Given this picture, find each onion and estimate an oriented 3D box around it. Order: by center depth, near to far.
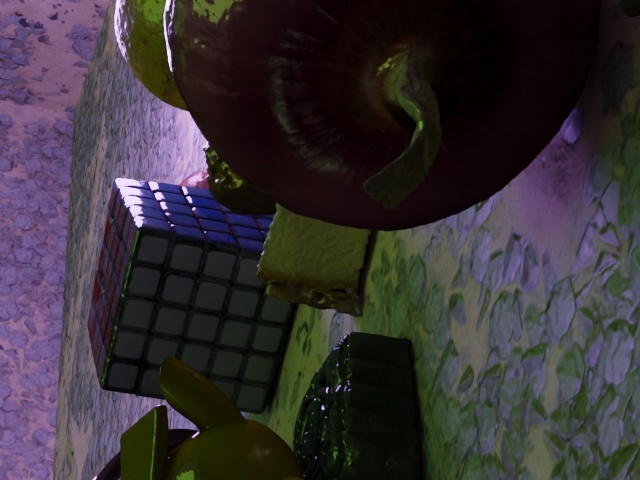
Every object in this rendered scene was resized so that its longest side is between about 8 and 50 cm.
[{"bbox_3d":[0.069,-0.170,1.279,0.345,0.358,0.358,37,120,42],"label":"onion"}]

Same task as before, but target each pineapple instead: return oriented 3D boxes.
[{"bbox_3d":[-0.072,-0.210,2.020,0.169,0.169,0.341,143,125,-67],"label":"pineapple"}]

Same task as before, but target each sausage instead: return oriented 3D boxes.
[{"bbox_3d":[-0.210,-0.063,2.619,0.194,0.077,0.077,146,131,-68],"label":"sausage"}]

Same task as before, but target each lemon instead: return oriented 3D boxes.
[{"bbox_3d":[-0.150,-0.312,2.210,0.293,0.293,0.293,-171,90,-74],"label":"lemon"}]

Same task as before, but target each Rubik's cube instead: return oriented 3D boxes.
[{"bbox_3d":[-0.173,0.070,2.141,0.237,0.236,0.238,-123,45,-64],"label":"Rubik's cube"}]

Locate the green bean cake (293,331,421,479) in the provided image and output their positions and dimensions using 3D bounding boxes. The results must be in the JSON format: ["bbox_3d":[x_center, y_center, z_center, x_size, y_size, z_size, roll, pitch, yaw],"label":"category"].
[{"bbox_3d":[0.033,0.207,1.642,0.183,0.094,0.185,117,161,-48],"label":"green bean cake"}]

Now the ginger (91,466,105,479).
[{"bbox_3d":[-0.189,0.376,2.000,0.130,0.275,0.221,-28,31,40],"label":"ginger"}]

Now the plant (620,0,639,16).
[{"bbox_3d":[0.278,-0.275,0.943,0.321,0.194,0.182,-47,24,55],"label":"plant"}]

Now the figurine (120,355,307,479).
[{"bbox_3d":[-0.126,0.279,1.593,0.218,0.169,0.327,48,115,26],"label":"figurine"}]

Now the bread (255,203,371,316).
[{"bbox_3d":[0.000,0.000,1.846,0.152,0.127,0.147,-76,-1,-77],"label":"bread"}]

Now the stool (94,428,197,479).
[{"bbox_3d":[-0.129,0.353,1.845,0.178,0.272,0.272,-12,69,56],"label":"stool"}]
